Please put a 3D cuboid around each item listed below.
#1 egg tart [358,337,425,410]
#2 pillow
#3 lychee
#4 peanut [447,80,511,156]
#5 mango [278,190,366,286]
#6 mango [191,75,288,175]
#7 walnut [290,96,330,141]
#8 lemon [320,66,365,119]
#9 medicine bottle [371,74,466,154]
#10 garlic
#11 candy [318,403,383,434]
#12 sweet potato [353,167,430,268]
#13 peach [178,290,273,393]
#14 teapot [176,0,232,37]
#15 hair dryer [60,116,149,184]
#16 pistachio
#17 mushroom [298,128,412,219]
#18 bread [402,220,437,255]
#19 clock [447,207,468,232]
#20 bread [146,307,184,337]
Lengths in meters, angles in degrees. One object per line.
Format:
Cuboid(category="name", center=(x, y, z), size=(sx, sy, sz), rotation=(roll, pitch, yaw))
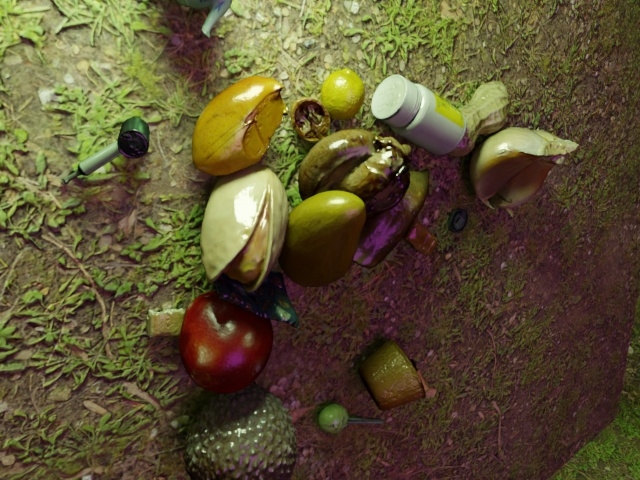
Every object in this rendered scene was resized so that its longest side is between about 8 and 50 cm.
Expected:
Cuboid(category="egg tart", center=(0.223, 0.427, 1.561), size=(0.171, 0.215, 0.215), rotation=(-28, 121, -7))
Cuboid(category="pillow", center=(-0.161, 0.108, 1.178), size=(0.034, 0.189, 0.256), rotation=(-45, 132, 18))
Cuboid(category="lychee", center=(-0.198, 0.508, 1.244), size=(0.300, 0.300, 0.300), rotation=(-13, 113, -32))
Cuboid(category="peanut", center=(0.465, -0.358, 1.486), size=(0.298, 0.136, 0.120), rotation=(-42, 165, -15))
Cuboid(category="mango", center=(-0.008, 0.000, 1.207), size=(0.195, 0.142, 0.331), rotation=(13, 139, 0))
Cuboid(category="mango", center=(-0.179, -0.243, 1.070), size=(0.252, 0.126, 0.154), rotation=(-49, 119, -9))
Cuboid(category="walnut", center=(-0.029, -0.298, 1.203), size=(0.091, 0.052, 0.121), rotation=(-34, 129, 1))
Cuboid(category="lemon", center=(0.054, -0.356, 1.209), size=(0.109, 0.109, 0.133), rotation=(-3, 123, -35))
Cuboid(category="medicine bottle", center=(0.268, -0.337, 1.346), size=(0.258, 0.143, 0.143), rotation=(16, 97, -38))
Cuboid(category="garlic", center=(0.621, -0.236, 1.586), size=(0.286, 0.313, 0.249), rotation=(-33, 79, -30))
Cuboid(category="candy", center=(0.115, 0.589, 1.619), size=(0.335, 0.092, 0.093), rotation=(26, 53, -46))
Cuboid(category="sweet potato", center=(0.191, -0.081, 1.380), size=(0.369, 0.158, 0.158), rotation=(-51, 127, -7))
Cuboid(category="peach", center=(-0.221, 0.230, 1.149), size=(0.200, 0.243, 0.243), rotation=(-27, 133, 26))
Cuboid(category="teapot", center=(-0.252, -0.504, 0.922), size=(0.159, 0.159, 0.232), rotation=(-45, 106, -14))
Cuboid(category="hair dryer", center=(-0.422, -0.167, 0.967), size=(0.198, 0.100, 0.057), rotation=(-31, 122, -1))
Cuboid(category="pistachio", center=(-0.159, -0.036, 1.091), size=(0.187, 0.187, 0.299), rotation=(34, 46, -38))
Cuboid(category="mushroom", center=(0.095, -0.164, 1.218), size=(0.263, 0.283, 0.195), rotation=(44, 46, -32))
Cuboid(category="bread", center=(0.310, -0.007, 1.548), size=(0.132, 0.053, 0.074), rotation=(38, 83, -36))
Cuboid(category="clock", center=(0.459, -0.067, 1.656), size=(0.085, 0.017, 0.085), rotation=(-13, 113, -31))
Cuboid(category="bread", center=(-0.361, 0.193, 1.157), size=(0.083, 0.035, 0.070), rotation=(-3, 107, -28))
